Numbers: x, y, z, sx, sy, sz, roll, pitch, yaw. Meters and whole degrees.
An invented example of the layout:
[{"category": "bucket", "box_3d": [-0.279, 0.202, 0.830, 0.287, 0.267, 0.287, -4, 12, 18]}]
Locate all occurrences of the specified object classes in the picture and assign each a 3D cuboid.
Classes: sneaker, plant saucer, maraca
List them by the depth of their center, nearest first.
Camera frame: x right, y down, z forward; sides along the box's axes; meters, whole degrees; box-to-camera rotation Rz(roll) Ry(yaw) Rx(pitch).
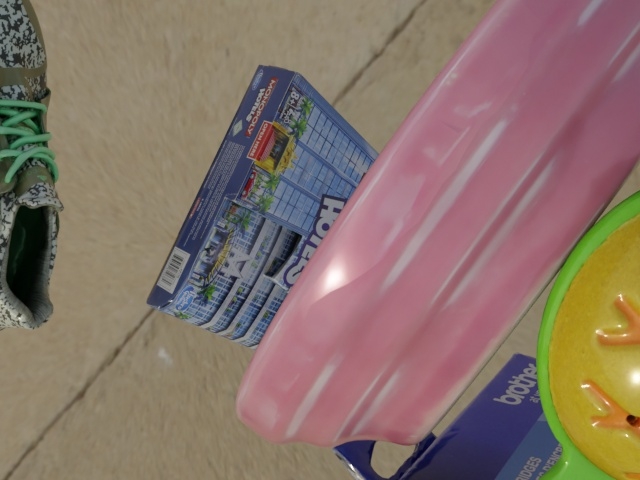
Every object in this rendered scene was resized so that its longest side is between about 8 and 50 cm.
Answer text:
[{"category": "maraca", "box_3d": [0.148, 0.059, 0.527, 0.127, 0.099, 0.185, 7, 113, -2]}, {"category": "plant saucer", "box_3d": [0.089, -0.023, 0.632, 0.084, 0.332, 0.332, 38, 86, 8]}, {"category": "sneaker", "box_3d": [-0.332, -0.083, 1.428, 0.158, 0.182, 0.410, -8, 104, -46]}]

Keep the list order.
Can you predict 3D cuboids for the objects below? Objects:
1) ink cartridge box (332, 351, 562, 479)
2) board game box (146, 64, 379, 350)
[{"category": "ink cartridge box", "box_3d": [0.199, 0.216, 0.844, 0.396, 0.270, 0.151, 15, 111, 21]}, {"category": "board game box", "box_3d": [0.000, 0.000, 0.961, 0.194, 0.060, 0.194, 26, 88, -33]}]
